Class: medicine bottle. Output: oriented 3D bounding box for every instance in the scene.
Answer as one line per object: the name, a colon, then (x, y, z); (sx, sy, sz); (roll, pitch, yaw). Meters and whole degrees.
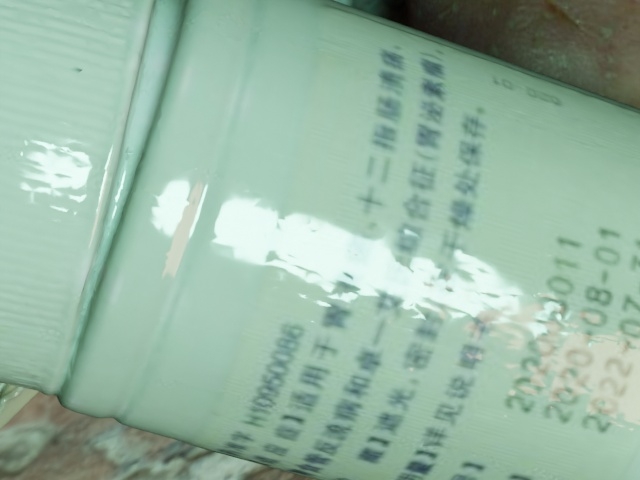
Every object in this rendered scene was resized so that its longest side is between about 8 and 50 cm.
medicine bottle: (0.000, 0.000, 0.598); (0.332, 0.190, 0.190); (18, 109, -11)

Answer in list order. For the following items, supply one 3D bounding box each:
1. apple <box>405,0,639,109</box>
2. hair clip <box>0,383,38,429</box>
apple: (0.192, -0.137, 0.768); (0.306, 0.235, 0.305); (-24, 125, -39)
hair clip: (-0.130, 0.020, 0.725); (0.072, 0.034, 0.226); (7, 113, -51)
